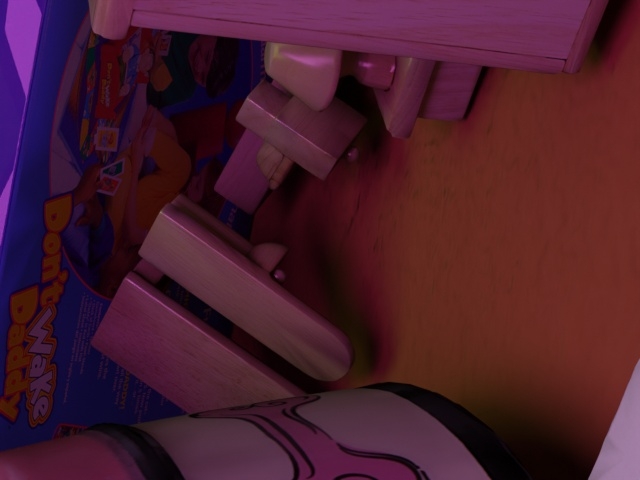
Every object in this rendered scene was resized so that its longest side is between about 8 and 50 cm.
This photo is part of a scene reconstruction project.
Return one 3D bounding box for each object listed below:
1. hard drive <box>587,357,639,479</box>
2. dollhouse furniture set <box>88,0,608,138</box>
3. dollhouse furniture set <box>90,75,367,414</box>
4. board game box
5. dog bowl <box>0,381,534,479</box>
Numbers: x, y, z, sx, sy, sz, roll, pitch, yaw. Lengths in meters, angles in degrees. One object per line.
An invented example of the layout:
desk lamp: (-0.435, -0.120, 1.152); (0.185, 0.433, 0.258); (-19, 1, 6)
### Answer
hard drive: (0.137, 0.173, 0.336); (0.353, 0.047, 0.233); (-119, 43, -58)
dollhouse furniture set: (-0.006, -0.231, 0.632); (0.355, 0.174, 0.303); (-105, 26, -46)
dollhouse furniture set: (0.000, 0.000, 0.772); (0.151, 0.123, 0.144); (-53, -2, -43)
board game box: (-0.123, 0.004, 0.819); (0.078, 0.233, 0.347); (14, 96, 24)
dog bowl: (-0.053, 0.244, 0.528); (0.408, 0.150, 0.407); (-173, 90, -69)
